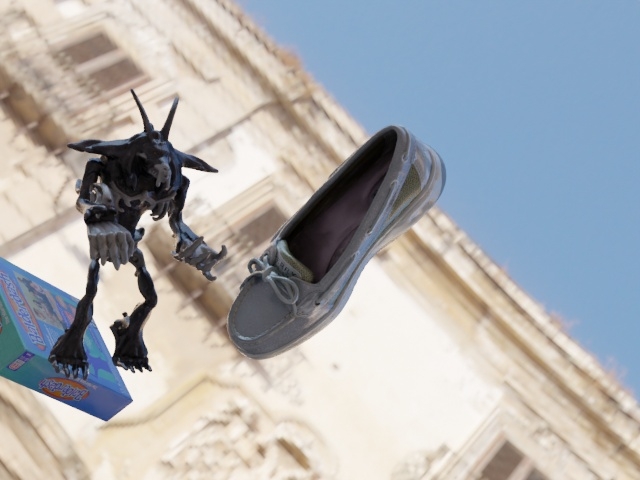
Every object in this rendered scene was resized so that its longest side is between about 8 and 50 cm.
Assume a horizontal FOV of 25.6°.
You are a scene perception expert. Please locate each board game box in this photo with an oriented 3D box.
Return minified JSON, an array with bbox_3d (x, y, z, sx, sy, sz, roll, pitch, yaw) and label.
[{"bbox_3d":[-0.314,0.107,1.595,0.047,0.210,0.160,-38,-124,9],"label":"board game box"}]

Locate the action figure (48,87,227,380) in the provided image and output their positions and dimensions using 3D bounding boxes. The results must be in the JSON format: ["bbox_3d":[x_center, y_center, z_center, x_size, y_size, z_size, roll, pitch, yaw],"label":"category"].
[{"bbox_3d":[-0.175,0.000,1.370,0.141,0.164,0.276,33,-68,52],"label":"action figure"}]

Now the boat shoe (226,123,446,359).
[{"bbox_3d":[0.002,0.001,1.586,0.320,0.103,0.118,-43,-126,10],"label":"boat shoe"}]
